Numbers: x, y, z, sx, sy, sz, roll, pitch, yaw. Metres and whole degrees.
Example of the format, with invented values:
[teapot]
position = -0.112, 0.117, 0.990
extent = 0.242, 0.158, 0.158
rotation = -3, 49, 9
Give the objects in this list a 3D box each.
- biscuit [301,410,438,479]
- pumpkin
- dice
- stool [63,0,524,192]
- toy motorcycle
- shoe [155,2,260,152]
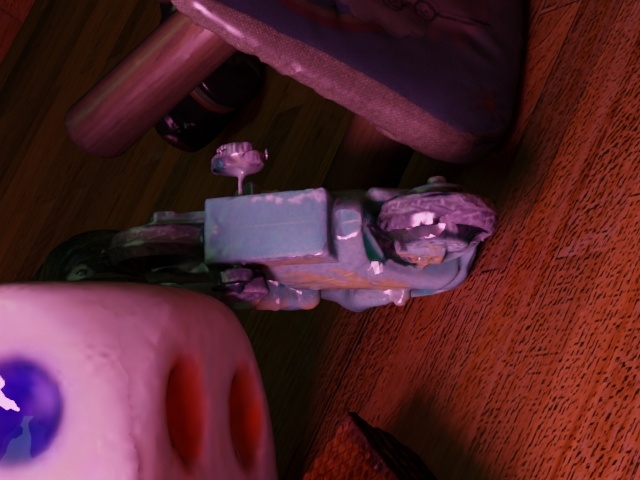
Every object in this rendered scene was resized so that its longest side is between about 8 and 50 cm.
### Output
[biscuit]
position = 0.042, 0.199, 1.235
extent = 0.106, 0.070, 0.252
rotation = -55, 20, 5
[pumpkin]
position = -0.218, 0.084, 1.888
extent = 0.190, 0.146, 0.190
rotation = 180, 90, -70
[dice]
position = -0.206, 0.192, 1.351
extent = 0.304, 0.277, 0.304
rotation = -5, 81, 17
[stool]
position = -0.017, -0.164, 1.581
extent = 0.226, 0.310, 0.310
rotation = -50, 19, 40
[toy motorcycle]
position = -0.002, 0.000, 1.440
extent = 0.296, 0.198, 0.109
rotation = -5, 76, 18
[shoe]
position = -0.140, -0.193, 2.189
extent = 0.137, 0.114, 0.291
rotation = -55, 23, 25
